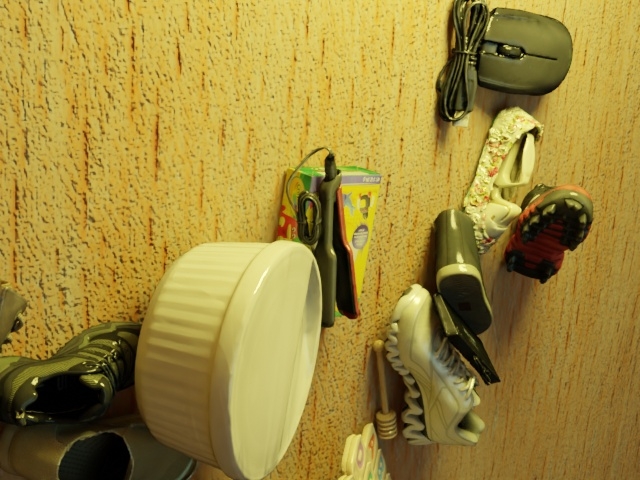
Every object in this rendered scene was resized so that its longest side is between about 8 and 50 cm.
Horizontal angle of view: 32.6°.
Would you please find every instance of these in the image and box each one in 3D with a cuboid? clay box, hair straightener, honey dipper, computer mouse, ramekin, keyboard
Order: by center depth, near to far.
[{"bbox_3d":[-0.101,0.125,1.219,0.273,0.127,0.273,10,90,-72],"label":"ramekin"},{"bbox_3d":[0.000,0.000,1.311,0.089,0.047,0.231,-19,118,-35],"label":"hair straightener"},{"bbox_3d":[0.002,0.018,1.392,0.127,0.053,0.222,-5,109,-44],"label":"clay box"},{"bbox_3d":[0.209,0.152,1.547,0.023,0.108,0.180,-31,141,12],"label":"keyboard"},{"bbox_3d":[0.282,-0.257,1.553,0.272,0.072,0.189,-9,112,-44],"label":"computer mouse"},{"bbox_3d":[0.090,0.216,1.588,0.030,0.030,0.161,-28,123,-35],"label":"honey dipper"}]

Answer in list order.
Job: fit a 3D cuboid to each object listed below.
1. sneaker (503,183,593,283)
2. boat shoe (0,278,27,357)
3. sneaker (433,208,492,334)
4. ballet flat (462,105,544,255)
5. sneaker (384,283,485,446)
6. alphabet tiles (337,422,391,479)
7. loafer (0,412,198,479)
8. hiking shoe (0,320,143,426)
[{"bbox_3d":[0.348,-0.038,1.639,0.276,0.097,0.135,97,15,-70],"label":"sneaker"},{"bbox_3d":[-0.334,0.072,1.009,0.130,0.132,0.356,-18,120,-40],"label":"boat shoe"},{"bbox_3d":[0.207,0.052,1.603,0.222,0.083,0.118,78,11,-58],"label":"sneaker"},{"bbox_3d":[0.264,-0.078,1.607,0.091,0.077,0.241,4,104,-46],"label":"ballet flat"},{"bbox_3d":[0.171,0.185,1.582,0.110,0.118,0.292,-50,137,-39],"label":"sneaker"},{"bbox_3d":[0.069,0.414,1.545,0.278,0.021,0.284,-74,152,-48],"label":"alphabet tiles"},{"bbox_3d":[-0.230,0.249,1.220,0.268,0.092,0.102,14,96,-48],"label":"loafer"},{"bbox_3d":[-0.241,0.152,1.151,0.226,0.114,0.086,-17,119,-41],"label":"hiking shoe"}]
